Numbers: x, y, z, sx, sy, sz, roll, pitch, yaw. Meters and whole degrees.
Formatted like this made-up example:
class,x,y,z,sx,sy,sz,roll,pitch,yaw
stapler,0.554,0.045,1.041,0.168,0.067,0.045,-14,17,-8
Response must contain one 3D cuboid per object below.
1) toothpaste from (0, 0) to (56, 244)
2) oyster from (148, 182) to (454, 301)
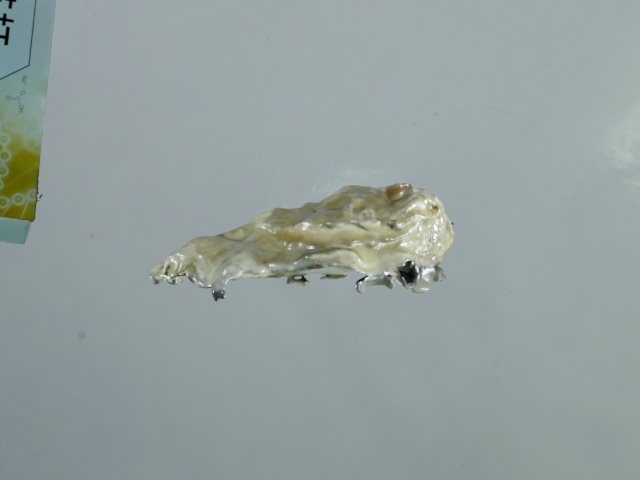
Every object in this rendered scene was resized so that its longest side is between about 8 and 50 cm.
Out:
class,x,y,z,sx,sy,sz,roll,pitch,yaw
toothpaste,-0.234,-0.157,0.646,0.089,0.071,0.313,6,73,-18
oyster,-0.003,0.000,0.578,0.209,0.133,0.072,-2,89,-5
